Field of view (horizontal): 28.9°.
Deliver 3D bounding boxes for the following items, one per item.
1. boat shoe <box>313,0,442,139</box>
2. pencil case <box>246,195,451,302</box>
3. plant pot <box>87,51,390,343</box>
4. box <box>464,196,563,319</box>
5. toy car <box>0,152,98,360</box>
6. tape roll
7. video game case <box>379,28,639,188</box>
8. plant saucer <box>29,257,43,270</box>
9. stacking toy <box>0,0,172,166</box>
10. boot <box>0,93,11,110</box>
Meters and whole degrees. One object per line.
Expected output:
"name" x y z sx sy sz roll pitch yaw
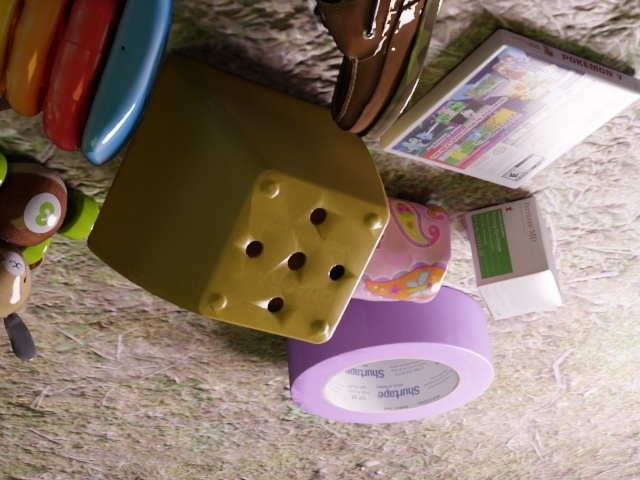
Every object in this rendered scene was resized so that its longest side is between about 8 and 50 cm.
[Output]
"boat shoe" 0.045 -0.208 1.022 0.105 0.110 0.307 7 139 -14
"pencil case" 0.000 0.000 1.366 0.284 0.124 0.124 6 149 -17
"plant pot" -0.059 -0.021 1.150 0.212 0.187 0.212 17 105 -34
"box" 0.225 0.022 1.447 0.087 0.101 0.102 -13 150 13
"toy car" -0.328 0.024 1.278 0.149 0.188 0.155 -24 146 30
"tape roll" 0.092 0.158 1.683 0.275 0.090 0.274 -4 150 -2
"video game case" 0.190 -0.127 1.259 0.183 0.023 0.201 13 147 -30
"plant saucer" -0.362 0.014 1.434 0.084 0.013 0.083 -4 151 -2
"stacking toy" -0.275 -0.181 0.983 0.302 0.175 0.166 17 179 -7
"boot" -0.396 -0.162 1.075 0.207 0.090 0.248 -20 148 3
